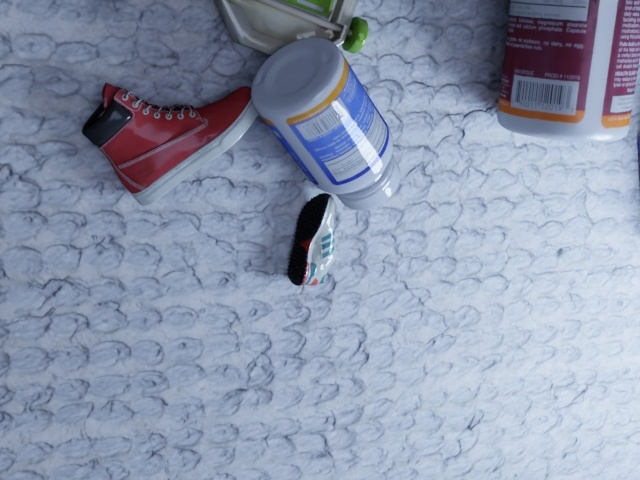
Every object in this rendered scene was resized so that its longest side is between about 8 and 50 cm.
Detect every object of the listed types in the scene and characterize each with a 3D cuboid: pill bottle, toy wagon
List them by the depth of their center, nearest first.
[{"bbox_3d":[-0.021,-0.445,1.424,0.267,0.068,0.345,15,97,-28],"label":"toy wagon"},{"bbox_3d":[0.021,-0.168,1.457,0.152,0.152,0.272,-46,136,-7],"label":"pill bottle"},{"bbox_3d":[0.424,-0.374,1.563,0.224,0.224,0.392,-3,107,-25],"label":"pill bottle"}]

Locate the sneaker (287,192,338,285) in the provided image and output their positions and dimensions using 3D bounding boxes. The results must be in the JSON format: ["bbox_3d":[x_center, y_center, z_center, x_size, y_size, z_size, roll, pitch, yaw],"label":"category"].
[{"bbox_3d":[0.000,0.000,1.575,0.075,0.057,0.161,9,99,-44],"label":"sneaker"}]

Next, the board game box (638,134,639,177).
[{"bbox_3d":[0.790,-0.122,1.858,0.290,0.141,0.232,-16,111,-21],"label":"board game box"}]

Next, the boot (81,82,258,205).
[{"bbox_3d":[-0.221,-0.191,1.393,0.244,0.088,0.176,-38,116,-7],"label":"boot"}]
